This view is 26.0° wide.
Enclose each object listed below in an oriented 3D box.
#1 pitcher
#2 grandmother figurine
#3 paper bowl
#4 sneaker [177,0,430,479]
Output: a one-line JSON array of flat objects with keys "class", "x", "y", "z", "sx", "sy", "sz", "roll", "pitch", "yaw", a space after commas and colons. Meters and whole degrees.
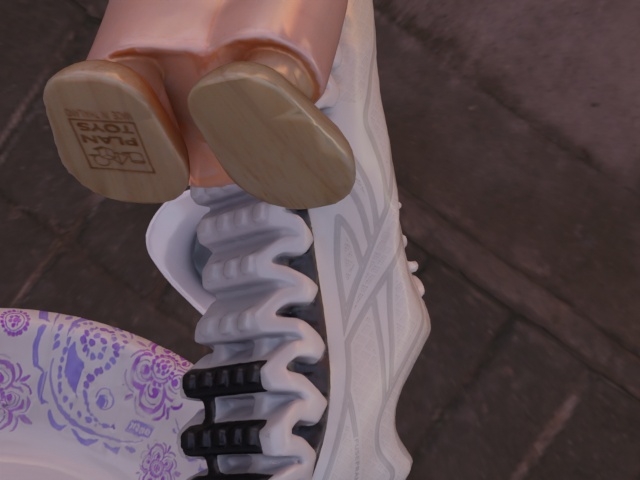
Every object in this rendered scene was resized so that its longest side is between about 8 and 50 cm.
[{"class": "pitcher", "x": -0.041, "y": 0.027, "z": 1.144, "sx": 0.125, "sy": 0.207, "sz": 0.178, "roll": -31, "pitch": 89, "yaw": 16}, {"class": "grandmother figurine", "x": -0.022, "y": -0.170, "z": 0.624, "sx": 0.207, "sy": 0.104, "sz": 0.342, "roll": 8, "pitch": 54, "yaw": 12}, {"class": "paper bowl", "x": -0.166, "y": 0.175, "z": 0.730, "sx": 0.284, "sy": 0.284, "sz": 0.148, "roll": 14, "pitch": 122, "yaw": -2}, {"class": "sneaker", "x": 0.000, "y": 0.000, "z": 0.723, "sx": 0.118, "sy": 0.110, "sz": 0.292, "roll": 9, "pitch": 83, "yaw": -34}]
